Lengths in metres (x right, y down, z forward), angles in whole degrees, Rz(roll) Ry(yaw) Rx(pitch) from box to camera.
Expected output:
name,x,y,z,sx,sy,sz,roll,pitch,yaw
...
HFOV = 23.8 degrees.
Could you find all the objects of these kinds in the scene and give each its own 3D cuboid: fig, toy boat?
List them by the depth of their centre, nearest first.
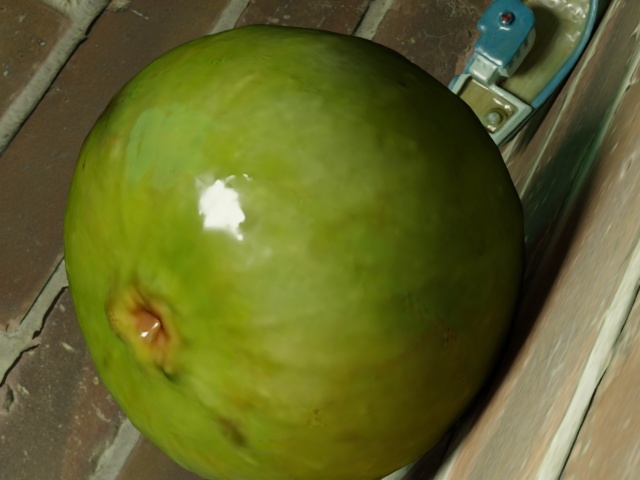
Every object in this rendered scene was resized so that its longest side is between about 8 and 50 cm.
name,x,y,z,sx,sy,sz,roll,pitch,yaw
fig,0.000,0.000,0.963,0.316,0.316,0.316,-61,0,1
toy boat,0.192,-0.182,1.428,0.215,0.088,0.102,-52,-17,-1
